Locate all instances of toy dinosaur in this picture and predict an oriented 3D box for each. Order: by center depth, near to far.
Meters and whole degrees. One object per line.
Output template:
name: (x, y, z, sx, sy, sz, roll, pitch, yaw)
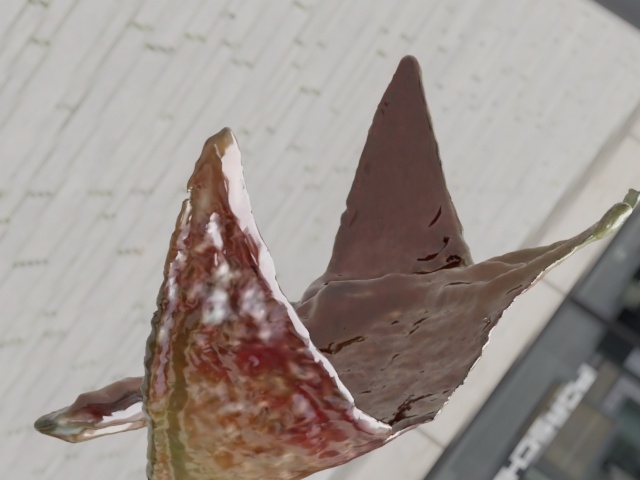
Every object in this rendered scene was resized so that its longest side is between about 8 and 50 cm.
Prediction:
toy dinosaur: (0.009, -0.004, 0.620, 0.206, 0.113, 0.327, -16, -171, 40)
